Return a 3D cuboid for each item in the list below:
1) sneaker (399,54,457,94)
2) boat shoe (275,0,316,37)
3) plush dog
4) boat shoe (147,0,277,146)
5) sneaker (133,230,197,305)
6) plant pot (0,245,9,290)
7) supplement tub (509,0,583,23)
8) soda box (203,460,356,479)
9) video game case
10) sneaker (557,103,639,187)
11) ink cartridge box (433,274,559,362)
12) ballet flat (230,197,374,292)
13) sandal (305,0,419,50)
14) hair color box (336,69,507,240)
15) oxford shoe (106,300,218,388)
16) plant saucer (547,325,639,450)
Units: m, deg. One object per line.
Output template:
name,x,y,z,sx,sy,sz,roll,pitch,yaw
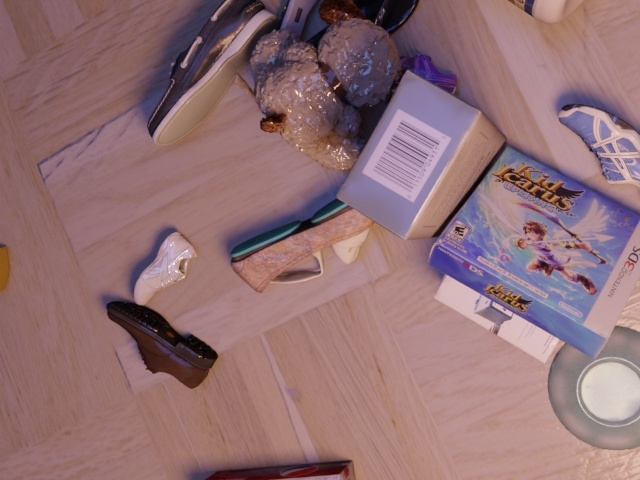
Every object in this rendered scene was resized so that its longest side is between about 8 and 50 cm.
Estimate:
sneaker,0.144,-0.278,1.413,0.170,0.068,0.071,28,84,7
boat shoe,-0.041,-0.397,1.470,0.040,0.049,0.142,27,95,54
plush dog,0.018,-0.250,1.346,0.225,0.210,0.262,-35,93,18
boat shoe,-0.203,-0.296,1.494,0.091,0.114,0.302,43,91,12
sneaker,-0.279,0.060,1.547,0.061,0.053,0.152,37,101,11
plant pot,-0.645,0.063,1.651,0.081,0.081,0.083,-8,99,17
supplement tub,0.278,-0.496,1.267,0.325,0.235,0.235,39,101,14
soda box,-0.073,0.434,1.465,0.263,0.092,0.084,-10,89,17
video game case,0.333,0.007,1.268,0.269,0.244,0.061,30,143,15
sneaker,0.444,-0.132,1.300,0.211,0.080,0.081,36,98,15
ink cartridge box,0.283,0.095,1.323,0.190,0.139,0.082,29,102,16
ballet flat,0.000,0.000,1.445,0.316,0.107,0.106,-25,103,22
sandal,0.068,-0.362,1.429,0.254,0.054,0.097,-44,78,13
hair color box,0.159,-0.109,1.236,0.113,0.374,0.185,32,100,14
oxford shoe,-0.300,0.187,1.541,0.227,0.083,0.096,33,104,16
plant saucer,0.448,0.229,1.327,0.195,0.037,0.195,0,90,17
